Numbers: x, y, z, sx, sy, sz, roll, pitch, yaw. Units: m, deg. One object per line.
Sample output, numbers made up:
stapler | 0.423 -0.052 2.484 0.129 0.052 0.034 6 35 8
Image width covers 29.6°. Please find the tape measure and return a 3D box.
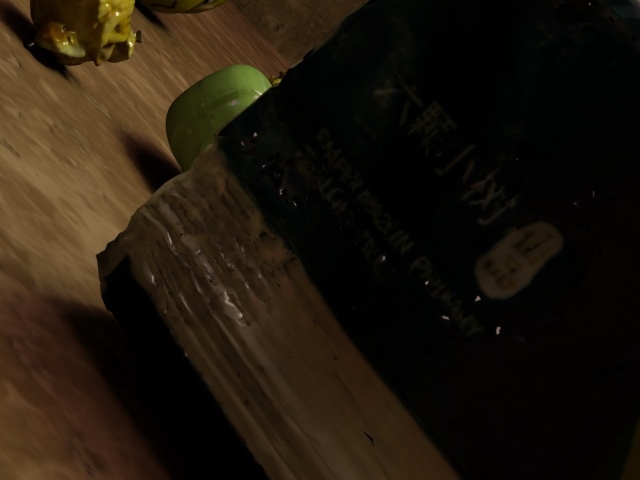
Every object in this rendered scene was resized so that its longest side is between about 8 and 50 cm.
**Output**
tape measure | -0.039 -0.038 0.791 0.154 0.087 0.177 59 5 -20

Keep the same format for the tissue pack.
tissue pack | 0.145 0.109 0.475 0.416 0.253 0.264 53 8 21

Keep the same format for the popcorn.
popcorn | -0.158 -0.140 0.753 0.084 0.084 0.084 48 7 -8

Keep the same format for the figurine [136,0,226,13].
figurine | -0.183 -0.348 1.304 0.327 0.218 0.169 50 43 -56

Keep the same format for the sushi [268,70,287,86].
sushi | 0.044 -0.090 1.348 0.296 0.167 0.179 60 -9 21
